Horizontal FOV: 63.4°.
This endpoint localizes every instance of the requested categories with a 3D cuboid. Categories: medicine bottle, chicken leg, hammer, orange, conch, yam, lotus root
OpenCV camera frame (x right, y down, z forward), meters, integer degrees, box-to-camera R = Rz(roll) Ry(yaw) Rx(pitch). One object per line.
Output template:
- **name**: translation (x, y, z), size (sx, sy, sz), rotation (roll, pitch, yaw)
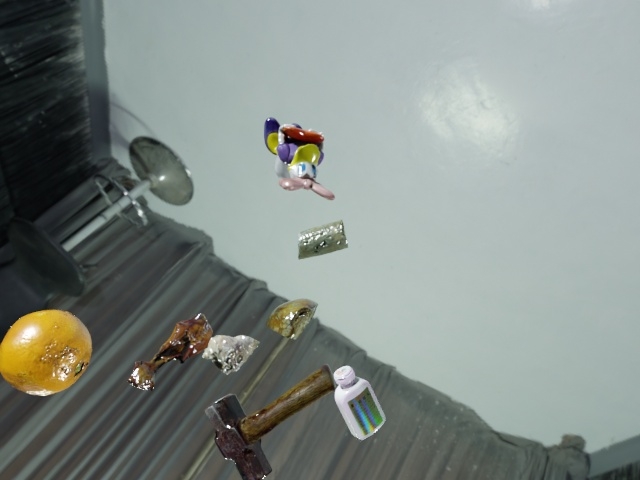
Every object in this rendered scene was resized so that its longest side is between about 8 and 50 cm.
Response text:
- **medicine bottle**: translation (0.112, 0.496, 1.606), size (0.078, 0.115, 0.219), rotation (-1, 116, 63)
- **chicken leg**: translation (-0.420, 0.310, 1.449), size (0.093, 0.304, 0.113), rotation (-17, 102, 35)
- **hammer**: translation (-0.112, 0.456, 1.368), size (0.409, 0.095, 0.242), rotation (-38, 76, 20)
- **orange**: translation (-0.798, 0.323, 1.511), size (0.246, 0.246, 0.246), rotation (20, 137, 20)
- **conch**: translation (-0.374, 0.473, 2.183), size (0.163, 0.245, 0.178), rotation (68, 154, 19)
- **yam**: translation (0.000, 0.000, 1.890), size (0.194, 0.107, 0.107), rotation (-15, 125, 2)
- **lotus root**: translation (-0.120, 0.307, 2.098), size (0.142, 0.210, 0.314), rotation (36, 160, 8)

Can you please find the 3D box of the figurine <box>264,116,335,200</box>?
- **figurine**: translation (-0.073, -0.230, 1.486), size (0.154, 0.421, 0.193), rotation (10, 104, -20)
